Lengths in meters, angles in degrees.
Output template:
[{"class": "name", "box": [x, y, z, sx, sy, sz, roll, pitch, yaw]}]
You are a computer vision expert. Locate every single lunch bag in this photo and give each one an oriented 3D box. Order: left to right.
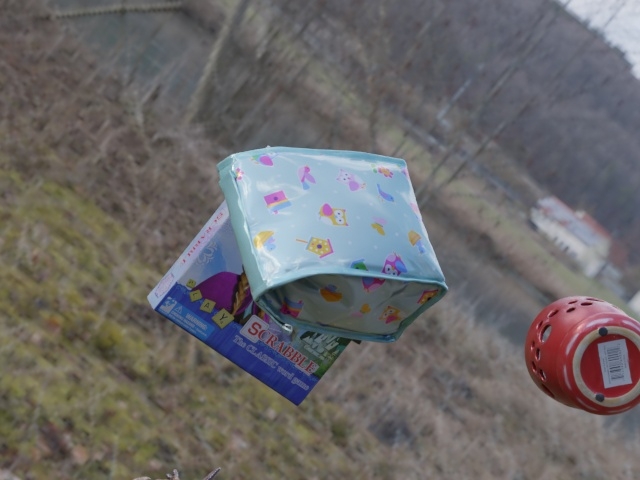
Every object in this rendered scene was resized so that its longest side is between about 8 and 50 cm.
[{"class": "lunch bag", "box": [0.000, 0.000, 1.454, 0.262, 0.160, 0.223, 7, 51, -32]}]

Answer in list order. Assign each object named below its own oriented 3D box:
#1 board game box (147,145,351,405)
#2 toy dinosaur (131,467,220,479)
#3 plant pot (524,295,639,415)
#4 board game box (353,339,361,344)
[{"class": "board game box", "box": [-0.061, 0.064, 1.880, 0.319, 0.318, 0.066, 37, 3, -25]}, {"class": "toy dinosaur", "box": [-0.338, 0.505, 2.185, 0.200, 0.296, 0.127, 57, 22, -74]}, {"class": "plant pot", "box": [0.452, 0.195, 1.906, 0.191, 0.191, 0.174, 39, 1, -6]}, {"class": "board game box", "box": [0.038, 0.094, 2.031, 0.026, 0.126, 0.186, 23, -9, 48]}]
